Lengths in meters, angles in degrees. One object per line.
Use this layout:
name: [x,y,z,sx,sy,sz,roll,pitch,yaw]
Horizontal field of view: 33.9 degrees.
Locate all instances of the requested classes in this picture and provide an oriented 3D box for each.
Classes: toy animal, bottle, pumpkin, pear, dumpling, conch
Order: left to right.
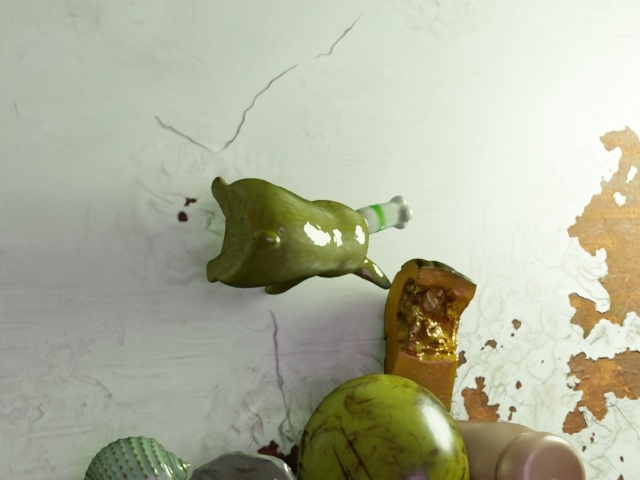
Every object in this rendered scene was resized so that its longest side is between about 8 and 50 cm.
conch: [-0.274,0.366,1.513,0.172,0.200,0.131,64,23,-19]
dumpling: [-0.096,0.433,1.552,0.163,0.204,0.293,-9,110,-36]
toy animal: [-0.019,0.000,1.688,0.363,0.180,0.181,6,86,-48]
pear: [0.100,0.348,1.615,0.283,0.283,0.283,4,80,-26]
pumpkin: [0.175,0.156,1.779,0.131,0.126,0.248,16,92,-18]
bottle: [0.284,0.390,1.689,0.173,0.297,0.206,48,65,-13]
